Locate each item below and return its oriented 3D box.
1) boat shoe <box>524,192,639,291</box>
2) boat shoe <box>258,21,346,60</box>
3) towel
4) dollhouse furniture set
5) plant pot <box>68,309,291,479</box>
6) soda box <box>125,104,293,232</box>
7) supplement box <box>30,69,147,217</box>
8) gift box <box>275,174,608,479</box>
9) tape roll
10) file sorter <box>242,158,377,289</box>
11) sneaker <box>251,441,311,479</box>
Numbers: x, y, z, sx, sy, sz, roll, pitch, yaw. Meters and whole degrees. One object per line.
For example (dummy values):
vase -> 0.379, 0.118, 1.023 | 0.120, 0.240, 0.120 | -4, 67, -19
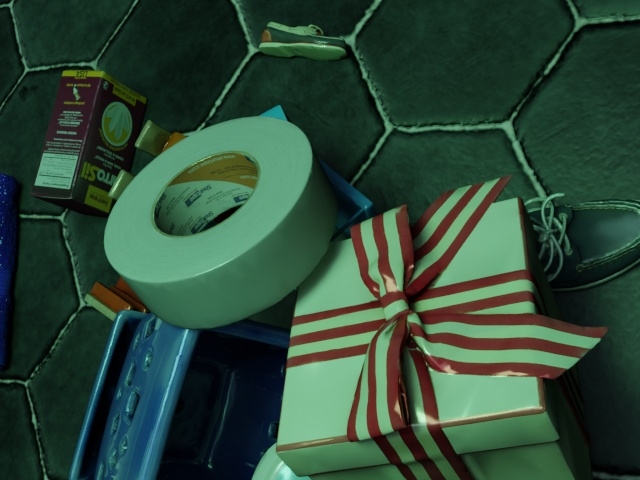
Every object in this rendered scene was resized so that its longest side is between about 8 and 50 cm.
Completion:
boat shoe -> 0.227, 0.005, 0.872 | 0.254, 0.079, 0.095 | -10, 71, 24
boat shoe -> -0.022, -0.267, 1.095 | 0.137, 0.049, 0.043 | 12, 79, 34
towel -> -0.571, 0.055, 1.265 | 0.227, 0.076, 0.308 | -9, 72, 24
dollhouse furniture set -> -0.172, -0.009, 1.046 | 0.262, 0.135, 0.259 | 28, 89, 30
plant pot -> -0.127, 0.199, 0.903 | 0.212, 0.236, 0.236 | 2, 76, 51
soda box -> -0.115, -0.068, 0.959 | 0.210, 0.067, 0.071 | -28, 59, 8
supplement box -> -0.329, -0.137, 1.179 | 0.080, 0.104, 0.188 | 6, 79, 28
gift box -> 0.126, 0.112, 0.757 | 0.276, 0.258, 0.255 | -19, 43, 18
tape roll -> -0.096, -0.022, 0.796 | 0.219, 0.072, 0.219 | -16, 42, 15
file sorter -> 0.000, 0.000, 0.923 | 0.104, 0.170, 0.118 | -43, 60, -9
sneaker -> 0.020, 0.373, 0.785 | 0.150, 0.135, 0.366 | 4, 103, 63
